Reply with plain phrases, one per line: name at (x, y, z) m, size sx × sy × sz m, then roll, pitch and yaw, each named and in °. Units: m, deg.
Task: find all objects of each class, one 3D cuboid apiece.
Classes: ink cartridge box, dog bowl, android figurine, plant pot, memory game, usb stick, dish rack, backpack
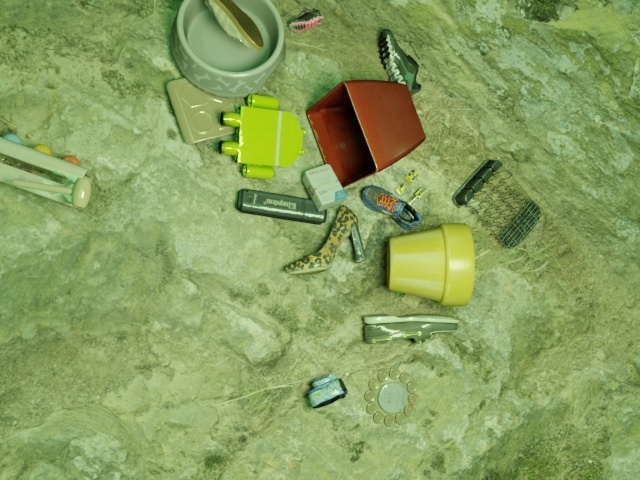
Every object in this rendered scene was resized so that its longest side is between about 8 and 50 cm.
ink cartridge box at (0.011, -0.162, 1.690) m, size 0.088 × 0.052 × 0.122 m, roll -20°, pitch 74°, yaw -23°
dog bowl at (-0.264, -0.599, 1.619) m, size 0.348 × 0.102 × 0.349 m, roll 3°, pitch 78°, yaw -13°
android figurine at (-0.168, -0.309, 1.657) m, size 0.272 × 0.056 × 0.248 m, roll 0°, pitch 97°, yaw -25°
plant pot at (0.152, -0.333, 1.662) m, size 0.235 × 0.267 × 0.267 m, roll -22°, pitch 93°, yaw -26°
memory game at (0.228, 0.498, 1.757) m, size 0.186 × 0.012 × 0.186 m, roll 1°, pitch 87°, yaw -13°
usb stick at (-0.114, -0.103, 1.685) m, size 0.278 × 0.045 × 0.077 m, roll 8°, pitch 84°, yaw -12°
dish rack at (0.598, -0.116, 1.839) m, size 0.271 × 0.074 × 0.208 m, roll 46°, pitch 80°, yaw -9°
backpack at (0.014, 0.454, 1.666) m, size 0.114 × 0.105 × 0.084 m, roll -23°, pitch 70°, yaw -12°
plant pot at (0.326, 0.073, 1.692) m, size 0.238 × 0.254 × 0.254 m, roll 0°, pitch 88°, yaw 3°

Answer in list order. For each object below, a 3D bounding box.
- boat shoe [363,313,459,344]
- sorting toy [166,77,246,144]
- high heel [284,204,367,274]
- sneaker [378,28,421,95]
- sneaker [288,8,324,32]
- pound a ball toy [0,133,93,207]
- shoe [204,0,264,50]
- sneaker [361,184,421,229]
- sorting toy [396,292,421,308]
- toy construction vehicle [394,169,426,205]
boat shoe at (0.285, 0.278, 1.733) m, size 0.304 × 0.109 × 0.091 m, roll 0°, pitch 88°, yaw -7°
sorting toy at (-0.331, -0.400, 1.648) m, size 0.208 × 0.038 × 0.193 m, roll -19°, pitch 92°, yaw -16°
high heel at (0.000, 0.000, 1.696) m, size 0.261 × 0.093 × 0.186 m, roll -13°, pitch 81°, yaw -12°
sneaker at (0.260, -0.569, 1.778) m, size 0.106 × 0.078 × 0.234 m, roll -21°, pitch 96°, yaw -16°
sneaker at (-0.049, -0.693, 1.731) m, size 0.119 × 0.047 × 0.057 m, roll -20°, pitch 76°, yaw -16°
pound a ball toy at (-0.742, -0.190, 1.463) m, size 0.319 × 0.208 × 0.136 m, roll 20°, pitch 84°, yaw -11°
shoe at (-0.243, -0.614, 1.550) m, size 0.219 × 0.058 × 0.076 m, roll 50°, pitch 40°, yaw -5°
sneaker at (0.231, -0.111, 1.744) m, size 0.221 × 0.087 × 0.083 m, roll 27°, pitch 81°, yaw -11°
sorting toy at (0.286, 0.176, 1.782) m, size 0.083 × 0.012 × 0.062 m, roll 31°, pitch 86°, yaw -13°
toy construction vehicle at (0.297, -0.171, 1.787) m, size 0.098 × 0.035 × 0.086 m, roll -40°, pitch 96°, yaw -11°
